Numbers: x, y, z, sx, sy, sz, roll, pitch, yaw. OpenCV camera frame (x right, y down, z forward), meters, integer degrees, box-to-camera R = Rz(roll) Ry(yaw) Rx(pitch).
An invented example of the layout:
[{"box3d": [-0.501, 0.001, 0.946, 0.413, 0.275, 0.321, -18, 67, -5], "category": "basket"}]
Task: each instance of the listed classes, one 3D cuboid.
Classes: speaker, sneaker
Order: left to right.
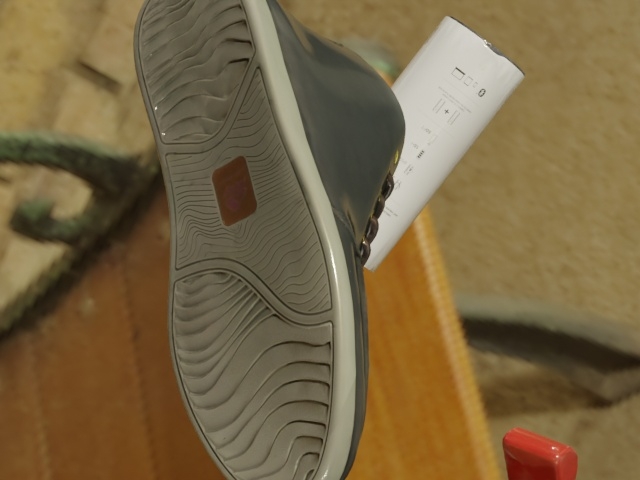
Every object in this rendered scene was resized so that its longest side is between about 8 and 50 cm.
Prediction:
[{"box3d": [0.000, 0.000, 0.798, 0.083, 0.118, 0.222, -20, 70, 31], "category": "sneaker"}, {"box3d": [0.047, -0.050, 1.057, 0.136, 0.055, 0.055, -53, 43, 3], "category": "speaker"}]

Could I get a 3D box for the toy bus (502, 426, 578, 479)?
[{"box3d": [0.128, 0.201, 0.956, 0.104, 0.191, 0.202, -50, -6, -32], "category": "toy bus"}]
